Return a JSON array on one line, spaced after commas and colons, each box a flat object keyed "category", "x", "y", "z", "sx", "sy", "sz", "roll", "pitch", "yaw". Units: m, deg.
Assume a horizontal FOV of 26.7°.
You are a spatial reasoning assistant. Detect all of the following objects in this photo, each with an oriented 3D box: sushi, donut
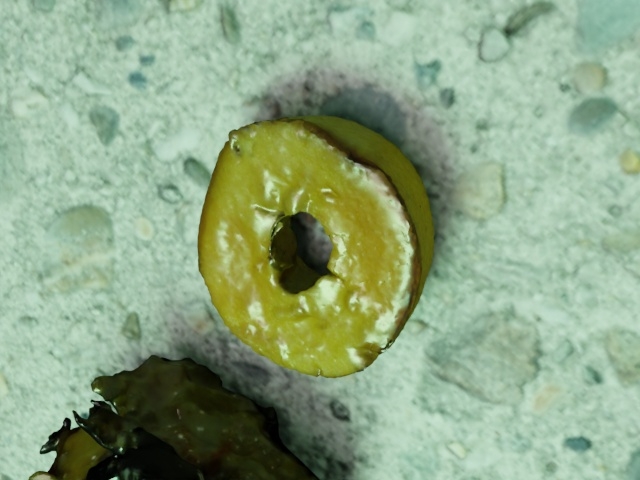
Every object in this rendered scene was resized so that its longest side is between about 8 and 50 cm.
[{"category": "sushi", "x": -0.109, "y": 0.210, "z": 0.971, "sx": 0.200, "sy": 0.213, "sz": 0.204, "roll": 46, "pitch": 117, "yaw": 29}, {"category": "donut", "x": 0.000, "y": 0.000, "z": 0.869, "sx": 0.162, "sy": 0.065, "sz": 0.178, "roll": 38, "pitch": 128, "yaw": 13}]
